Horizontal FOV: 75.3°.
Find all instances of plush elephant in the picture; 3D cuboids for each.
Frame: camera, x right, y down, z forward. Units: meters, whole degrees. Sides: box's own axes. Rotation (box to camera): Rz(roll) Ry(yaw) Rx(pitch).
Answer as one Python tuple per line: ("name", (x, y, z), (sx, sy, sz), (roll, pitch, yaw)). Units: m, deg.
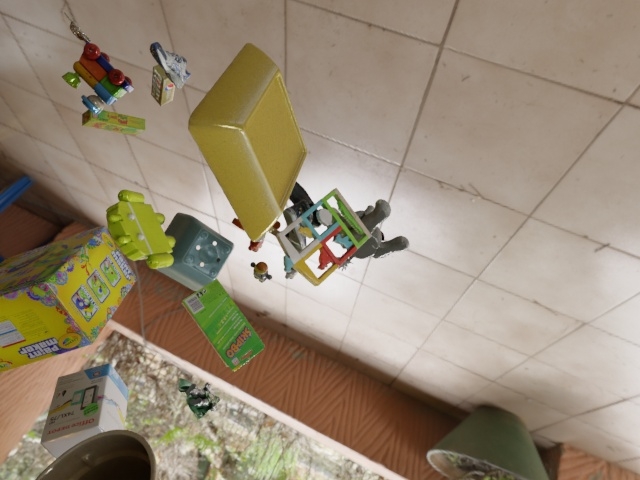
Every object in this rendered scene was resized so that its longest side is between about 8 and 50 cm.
("plush elephant", (0.166, -0.043, 1.727), (0.330, 0.255, 0.272), (-35, 125, 14))

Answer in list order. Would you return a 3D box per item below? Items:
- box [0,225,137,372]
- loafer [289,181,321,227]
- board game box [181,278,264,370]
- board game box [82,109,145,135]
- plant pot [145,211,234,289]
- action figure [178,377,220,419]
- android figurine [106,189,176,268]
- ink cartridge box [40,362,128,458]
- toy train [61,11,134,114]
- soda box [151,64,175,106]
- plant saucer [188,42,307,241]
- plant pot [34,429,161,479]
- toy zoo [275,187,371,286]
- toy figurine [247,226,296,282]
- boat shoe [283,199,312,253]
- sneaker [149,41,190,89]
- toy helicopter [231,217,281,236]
("box", (-0.653, 0.133, 0.985), (0.290, 0.279, 0.177), (-17, 116, 7))
("loafer", (-0.062, -0.147, 1.636), (0.223, 0.076, 0.078), (56, 170, -10))
("board game box", (-0.290, 0.255, 1.251), (0.259, 0.124, 0.039), (52, 150, 6))
("board game box", (-0.727, -0.417, 1.466), (0.092, 0.043, 0.181), (-2, 178, 44))
("plant pot", (-0.479, 0.048, 1.621), (0.248, 0.247, 0.252), (38, 159, -30))
("action figure", (-0.377, 0.515, 1.352), (0.137, 0.063, 0.232), (60, 172, 23))
("android figurine", (-0.519, -0.031, 1.210), (0.248, 0.056, 0.273), (65, -174, 4))
("ink cartridge box", (-0.861, 0.646, 1.545), (0.198, 0.270, 0.197), (-14, 128, -8))
("toy train", (-0.673, -0.493, 1.175), (0.248, 0.143, 0.105), (47, 178, -14))
("soda box", (-0.587, -0.581, 1.552), (0.061, 0.058, 0.181), (51, 153, -4))
("plant saucer", (-0.124, -0.220, 0.939), (0.081, 0.332, 0.332), (1, 139, 20))
("plant pot", (-0.457, 0.665, 0.932), (0.334, 0.334, 0.305), (7, 132, 33))
("toy zoo", (0.000, 0.000, 1.236), (0.192, 0.293, 0.030), (52, 155, -9))
("toy figurine", (-0.173, 0.051, 1.618), (0.213, 0.209, 0.148), (-2, 155, -13))
("boat shoe", (-0.058, -0.040, 1.338), (0.065, 0.083, 0.183), (29, 143, 41))
("sneaker", (-0.348, -0.420, 0.972), (0.052, 0.058, 0.135), (47, 174, 14))
("toy helicopter", (-0.255, -0.057, 2.034), (0.355, 0.140, 0.235), (32, 177, -5))
